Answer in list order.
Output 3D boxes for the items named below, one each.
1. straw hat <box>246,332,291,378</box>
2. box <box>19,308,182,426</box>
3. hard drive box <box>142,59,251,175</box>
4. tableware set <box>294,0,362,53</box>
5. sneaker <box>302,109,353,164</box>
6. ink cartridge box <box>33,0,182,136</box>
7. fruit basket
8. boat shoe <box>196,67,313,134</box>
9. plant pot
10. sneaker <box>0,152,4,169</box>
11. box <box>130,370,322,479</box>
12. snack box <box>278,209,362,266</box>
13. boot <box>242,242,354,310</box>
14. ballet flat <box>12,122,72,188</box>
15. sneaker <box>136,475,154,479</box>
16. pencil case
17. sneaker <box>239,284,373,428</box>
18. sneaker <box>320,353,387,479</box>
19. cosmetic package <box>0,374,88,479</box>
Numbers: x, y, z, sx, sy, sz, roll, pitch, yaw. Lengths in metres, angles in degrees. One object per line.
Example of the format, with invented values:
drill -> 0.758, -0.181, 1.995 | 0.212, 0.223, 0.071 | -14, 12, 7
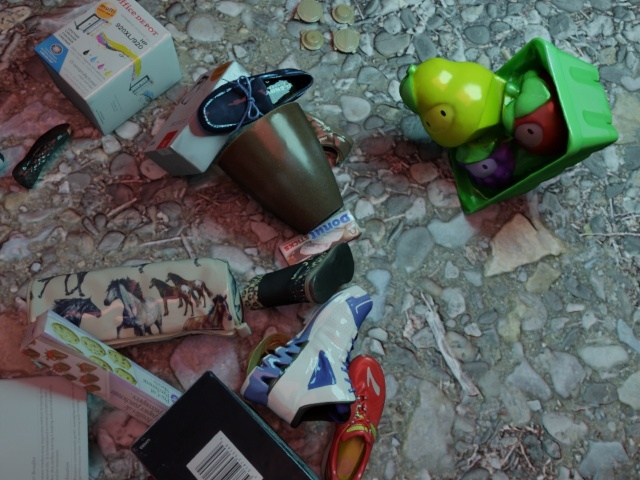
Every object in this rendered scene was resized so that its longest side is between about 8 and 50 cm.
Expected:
straw hat -> -0.117, 0.250, 1.225 | 0.061, 0.144, 0.145 | 10, 68, 40
box -> -0.385, 0.243, 1.099 | 0.063, 0.067, 0.324 | -38, 123, 11
hard drive box -> -0.252, -0.255, 1.292 | 0.089, 0.181, 0.232 | 40, 71, -29
tableware set -> 0.018, -0.524, 1.484 | 0.168, 0.020, 0.141 | 2, 76, -6
sneaker -> -0.020, -0.238, 1.374 | 0.188, 0.066, 0.071 | 24, 74, 3
ink cartridge box -> -0.454, -0.388, 1.324 | 0.171, 0.168, 0.232 | 44, 74, 8
fruit basket -> 0.348, -0.237, 1.250 | 0.391, 0.392, 0.283 | -8, 75, -7
boat shoe -> -0.128, -0.296, 1.209 | 0.258, 0.089, 0.109 | -37, 111, -26
plant pot -> -0.062, -0.133, 1.278 | 0.215, 0.215, 0.230 | -37, 88, -14
sneaker -> -0.743, -0.282, 1.303 | 0.268, 0.101, 0.153 | 47, 63, -4
box -> -0.119, 0.414, 1.028 | 0.296, 0.294, 0.183 | 40, 76, 24
snack box -> 0.000, 0.000, 1.330 | 0.178, 0.022, 0.064 | -28, 77, -12
boot -> -0.040, 0.073, 1.251 | 0.178, 0.236, 0.085 | -11, 103, 25
ballet flat -> -0.605, -0.190, 1.327 | 0.057, 0.049, 0.173 | 19, 66, 35
sneaker -> -0.286, 0.485, 1.027 | 0.114, 0.305, 0.152 | -35, 85, -23
pencil case -> -0.348, 0.137, 1.187 | 0.410, 0.160, 0.184 | -7, 65, -7
sneaker -> 0.017, 0.249, 1.170 | 0.182, 0.127, 0.315 | 39, 57, 17
sneaker -> 0.077, 0.360, 1.184 | 0.107, 0.118, 0.279 | 13, 74, -3
cosmetic package -> -0.606, 0.349, 1.022 | 0.384, 0.156, 0.217 | 5, 71, -34
